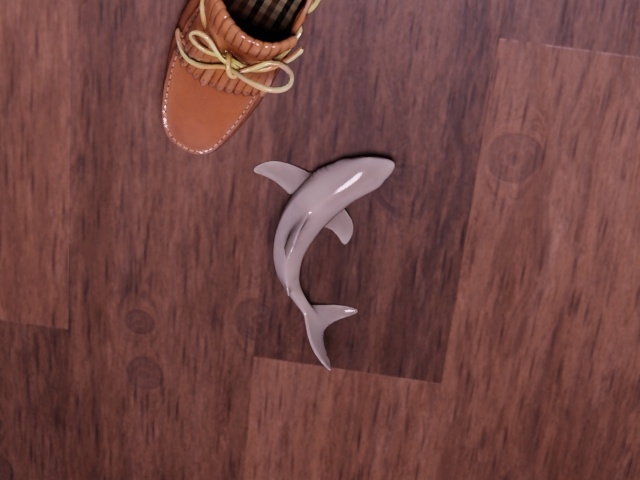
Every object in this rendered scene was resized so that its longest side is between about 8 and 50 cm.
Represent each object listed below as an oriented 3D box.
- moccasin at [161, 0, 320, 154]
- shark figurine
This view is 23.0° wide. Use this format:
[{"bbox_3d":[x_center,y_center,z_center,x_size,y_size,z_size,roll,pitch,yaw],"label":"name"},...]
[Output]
[{"bbox_3d":[-0.074,-0.245,1.745,0.139,0.147,0.380,32,120,-12],"label":"moccasin"},{"bbox_3d":[-0.021,0.016,1.923,0.166,0.116,0.278,14,121,1],"label":"shark figurine"}]
